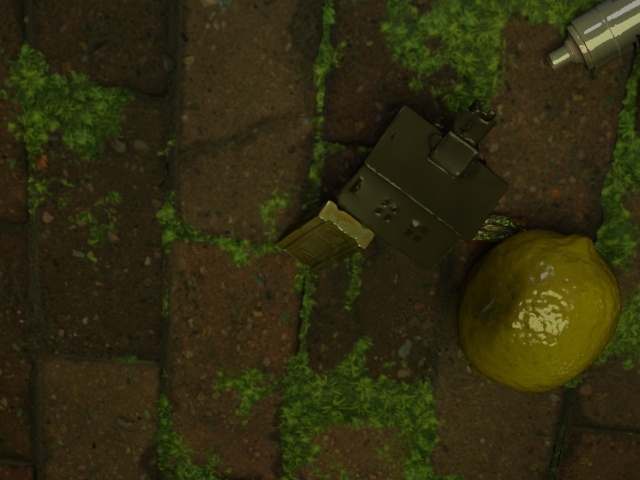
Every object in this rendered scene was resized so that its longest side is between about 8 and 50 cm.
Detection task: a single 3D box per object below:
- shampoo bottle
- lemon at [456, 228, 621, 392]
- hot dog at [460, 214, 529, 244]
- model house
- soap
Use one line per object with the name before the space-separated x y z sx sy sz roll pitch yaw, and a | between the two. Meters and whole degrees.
shampoo bottle | 0.490 -0.348 1.425 0.303 0.092 0.092 -29 105 12
lemon | 0.351 0.121 1.524 0.253 0.253 0.310 32 113 -7
hot dog | 0.294 -0.017 1.586 0.133 0.041 0.057 0 110 4
model house | 0.185 -0.123 1.464 0.211 0.204 0.243 36 118 -8
soap | 0.000 -0.001 1.525 0.092 0.252 0.037 38 70 -9
